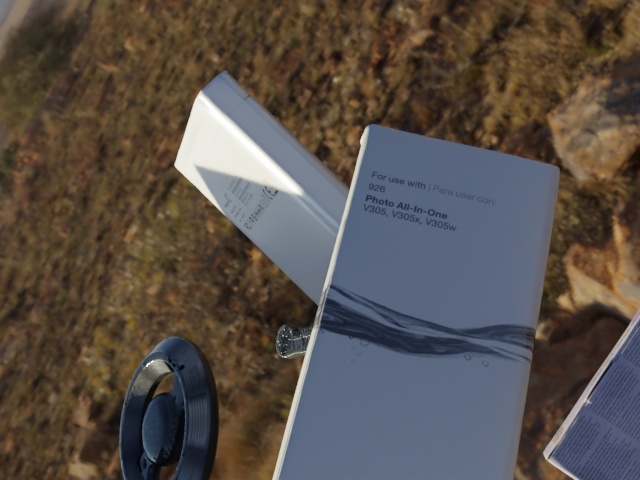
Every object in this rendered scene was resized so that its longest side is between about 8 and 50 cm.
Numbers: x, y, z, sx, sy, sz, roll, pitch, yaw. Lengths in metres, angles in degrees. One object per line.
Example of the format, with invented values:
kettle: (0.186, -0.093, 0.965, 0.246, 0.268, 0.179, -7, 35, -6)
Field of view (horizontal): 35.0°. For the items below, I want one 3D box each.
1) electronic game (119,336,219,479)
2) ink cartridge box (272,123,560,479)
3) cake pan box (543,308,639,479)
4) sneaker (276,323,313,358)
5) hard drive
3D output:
electronic game: (-0.188, 0.233, 1.255, 0.229, 0.048, 0.229, -21, 64, 52)
ink cartridge box: (0.047, 0.110, 0.600, 0.211, 0.121, 0.289, 92, -168, -63)
cake pan box: (0.463, 0.243, 1.317, 0.267, 0.245, 0.070, -58, -6, 2)
sneaker: (0.006, 0.151, 1.465, 0.170, 0.089, 0.051, -12, 68, 64)
hard drive: (0.000, 0.000, 1.050, 0.047, 0.353, 0.233, -46, 0, -19)
